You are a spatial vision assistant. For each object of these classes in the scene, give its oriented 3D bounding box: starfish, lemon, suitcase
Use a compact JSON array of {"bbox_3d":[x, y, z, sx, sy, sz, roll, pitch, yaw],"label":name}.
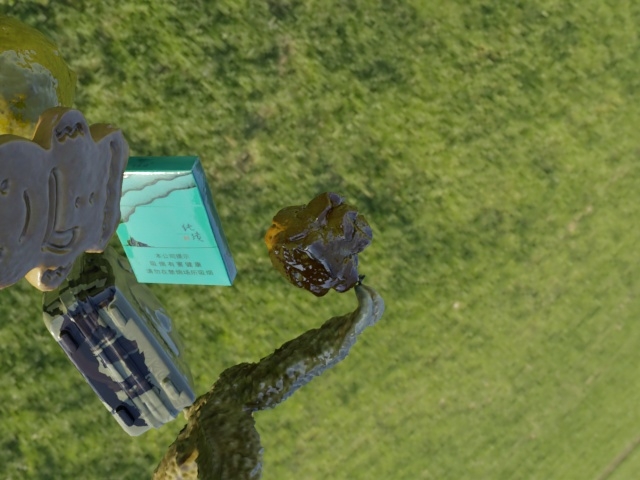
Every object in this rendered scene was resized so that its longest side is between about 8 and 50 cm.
[{"bbox_3d":[-0.101,0.244,1.128,0.432,0.082,0.324,-28,-146,43],"label":"starfish"},{"bbox_3d":[-0.538,-0.236,1.574,0.285,0.285,0.316,-43,155,-11],"label":"lemon"},{"bbox_3d":[-0.394,0.172,1.892,0.194,0.339,0.351,-31,113,-3],"label":"suitcase"}]

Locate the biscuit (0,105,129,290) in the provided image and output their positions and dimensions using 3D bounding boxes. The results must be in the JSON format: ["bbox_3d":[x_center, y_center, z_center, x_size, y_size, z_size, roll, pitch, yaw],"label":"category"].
[{"bbox_3d":[-0.191,-0.028,0.659,0.184,0.027,0.133,1,106,-68],"label":"biscuit"}]

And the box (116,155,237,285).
[{"bbox_3d":[-0.227,-0.026,1.410,0.042,0.161,0.226,-73,158,-45],"label":"box"}]

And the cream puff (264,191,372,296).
[{"bbox_3d":[0.000,0.000,1.058,0.094,0.116,0.122,-62,179,-32],"label":"cream puff"}]
